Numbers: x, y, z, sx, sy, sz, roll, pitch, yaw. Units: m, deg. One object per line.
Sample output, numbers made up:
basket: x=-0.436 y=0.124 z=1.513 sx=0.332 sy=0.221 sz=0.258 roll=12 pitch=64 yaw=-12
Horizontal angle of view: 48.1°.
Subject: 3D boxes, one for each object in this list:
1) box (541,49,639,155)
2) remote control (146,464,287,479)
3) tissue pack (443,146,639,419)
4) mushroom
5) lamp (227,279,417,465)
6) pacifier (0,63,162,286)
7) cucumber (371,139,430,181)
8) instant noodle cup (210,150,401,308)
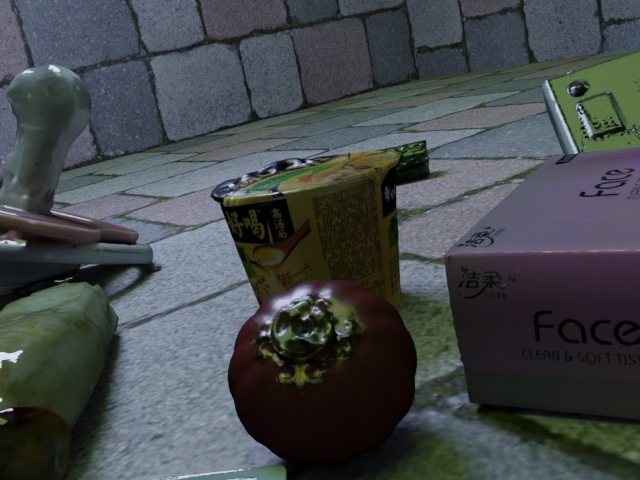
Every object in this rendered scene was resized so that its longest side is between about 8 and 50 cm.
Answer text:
box: x=0.343 y=-0.111 z=0.605 sx=0.270 sy=0.045 sz=0.211 roll=-15 pitch=49 yaw=15
remote control: x=-0.096 y=0.135 z=0.318 sx=0.166 sy=0.029 sz=0.065 roll=-7 pitch=13 yaw=0
tissue pack: x=0.193 y=0.007 z=0.437 sx=0.148 sy=0.093 sz=0.246 roll=-2 pitch=17 yaw=32
mushroom: x=-0.201 y=0.086 z=0.494 sx=0.099 sy=0.081 sz=0.312 roll=-8 pitch=12 yaw=-9
lamp: x=0.001 y=0.067 z=0.376 sx=0.101 sy=0.090 sz=0.101 roll=-10 pitch=48 yaw=12
pacifier: x=-0.342 y=-0.052 z=0.840 sx=0.220 sy=0.273 sz=0.332 roll=-23 pitch=-1 yaw=2
cucumber: x=0.069 y=-0.104 z=1.056 sx=0.187 sy=0.058 sz=0.058 roll=-12 pitch=14 yaw=3
instant noodle cup: x=0.000 y=0.000 z=0.574 sx=0.151 sy=0.122 sz=0.151 roll=-12 pitch=16 yaw=4
